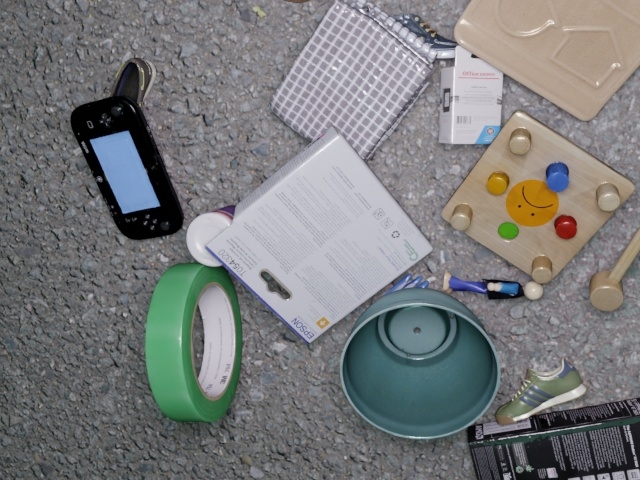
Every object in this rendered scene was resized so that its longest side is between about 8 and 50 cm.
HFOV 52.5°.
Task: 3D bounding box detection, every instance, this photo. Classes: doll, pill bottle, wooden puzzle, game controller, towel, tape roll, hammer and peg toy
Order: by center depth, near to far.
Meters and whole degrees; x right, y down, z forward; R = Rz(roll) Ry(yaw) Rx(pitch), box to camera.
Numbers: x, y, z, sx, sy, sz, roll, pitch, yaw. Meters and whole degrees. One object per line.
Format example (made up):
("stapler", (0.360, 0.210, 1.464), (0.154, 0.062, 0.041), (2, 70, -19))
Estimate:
("wooden puzzle", (0.458, -0.432, 1.140), (0.322, 0.080, 0.348), (29, 120, -8))
("hammer and peg toy", (0.444, -0.051, 1.205), (0.361, 0.127, 0.266), (32, 121, 2))
("towel", (0.059, -0.300, 1.248), (0.235, 0.121, 0.284), (39, 120, 4))
("doll", (0.343, 0.095, 1.287), (0.189, 0.129, 0.046), (5, 80, 21))
("tape roll", (-0.248, 0.204, 1.323), (0.077, 0.321, 0.321), (-3, 99, 14))
("pill bottle", (-0.191, -0.016, 1.339), (0.108, 0.193, 0.108), (2, 101, 12))
("game controller", (-0.412, -0.149, 1.393), (0.166, 0.067, 0.319), (-13, 114, 12))

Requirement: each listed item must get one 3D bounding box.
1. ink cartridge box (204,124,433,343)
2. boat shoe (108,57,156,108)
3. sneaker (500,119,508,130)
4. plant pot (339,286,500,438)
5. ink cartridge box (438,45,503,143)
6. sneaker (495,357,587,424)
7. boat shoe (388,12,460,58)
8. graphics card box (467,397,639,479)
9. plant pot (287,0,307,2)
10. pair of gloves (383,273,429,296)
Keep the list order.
("ink cartridge box", (0.000, 0.000, 1.270), (0.330, 0.071, 0.324), (-37, 118, 9))
("boat shoe", (-0.427, -0.287, 1.407), (0.081, 0.068, 0.228), (23, 103, 7))
("sneaker", (0.408, -0.176, 1.260), (0.144, 0.053, 0.059), (35, 110, 9))
("plant pot", (0.192, 0.212, 1.283), (0.293, 0.196, 0.293), (2, 111, 6))
("ink cartridge box", (0.288, -0.276, 1.244), (0.104, 0.060, 0.180), (-2, 100, -14))
("sneaker", (0.438, 0.304, 1.333), (0.192, 0.064, 0.086), (-26, 86, 14))
("boat shoe", (0.203, -0.395, 1.255), (0.183, 0.065, 0.083), (6, 105, 13))
("graphics card box", (0.507, 0.472, 1.328), (0.371, 0.094, 0.233), (-15, 97, 13))
("plant pot", (-0.062, -0.554, 1.234), (0.167, 0.165, 0.167), (2, 100, 12))
("pair of gloves", (0.135, 0.097, 1.379), (0.159, 0.023, 0.198), (-40, 89, 15))
